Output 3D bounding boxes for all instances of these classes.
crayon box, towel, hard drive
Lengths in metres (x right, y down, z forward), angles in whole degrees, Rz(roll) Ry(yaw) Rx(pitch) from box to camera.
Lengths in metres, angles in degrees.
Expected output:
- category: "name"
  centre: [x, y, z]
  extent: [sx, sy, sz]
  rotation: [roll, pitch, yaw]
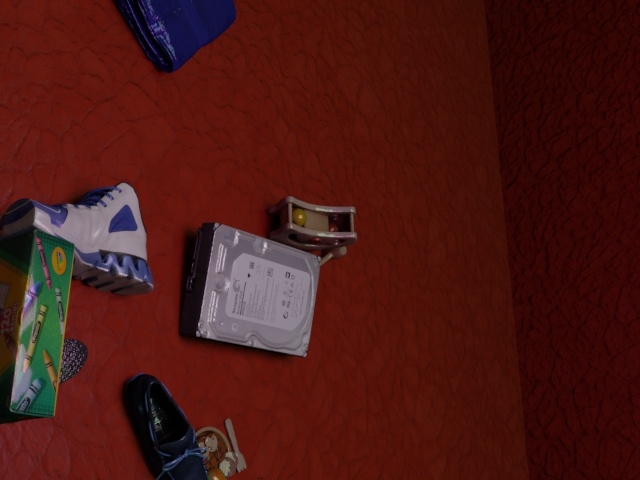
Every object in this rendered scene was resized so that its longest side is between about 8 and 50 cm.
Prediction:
- category: "crayon box"
  centre: [-0.475, 0.138, 1.355]
  extent: [0.081, 0.165, 0.278]
  rotation: [25, 58, -47]
- category: "towel"
  centre: [-0.311, -0.517, 1.897]
  extent: [0.308, 0.076, 0.227]
  rotation: [-54, 128, -48]
- category: "hard drive"
  centre: [-0.138, 0.112, 1.865]
  extent: [0.339, 0.064, 0.236]
  rotation: [20, 75, -47]

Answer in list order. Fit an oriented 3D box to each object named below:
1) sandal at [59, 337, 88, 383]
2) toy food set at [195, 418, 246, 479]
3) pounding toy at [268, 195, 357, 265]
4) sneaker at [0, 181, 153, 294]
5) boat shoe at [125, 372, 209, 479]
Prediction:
- category: "sandal"
  centre: [-0.464, 0.227, 1.456]
  extent: [0.179, 0.040, 0.067]
  rotation: [-46, 110, -34]
- category: "toy food set"
  centre: [-0.209, 0.431, 1.719]
  extent: [0.192, 0.039, 0.132]
  rotation: [-22, 96, -54]
- category: "pounding toy"
  centre: [0.000, 0.000, 2.057]
  extent: [0.270, 0.154, 0.154]
  rotation: [18, 64, -49]
- category: "sneaker"
  centre: [-0.416, -0.029, 1.546]
  extent: [0.315, 0.128, 0.182]
  rotation: [33, 49, -52]
- category: "boat shoe"
  centre: [-0.277, 0.365, 1.595]
  extent: [0.109, 0.089, 0.258]
  rotation: [-39, 106, -32]
